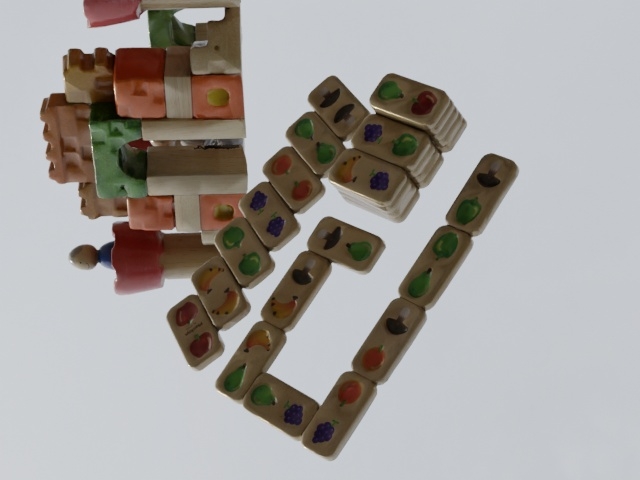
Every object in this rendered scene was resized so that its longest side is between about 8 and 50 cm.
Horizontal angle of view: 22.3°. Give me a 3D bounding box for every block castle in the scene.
[{"bbox_3d":[-0.190,-0.182,1.782,0.213,0.453,0.303,-2,-137,-3],"label":"block castle"}]

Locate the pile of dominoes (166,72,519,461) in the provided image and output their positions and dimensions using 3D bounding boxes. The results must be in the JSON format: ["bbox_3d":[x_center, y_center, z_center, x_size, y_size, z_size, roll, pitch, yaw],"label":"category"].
[{"bbox_3d":[0.000,0.000,1.102,0.196,0.040,0.251,25,-104,40],"label":"pile of dominoes"}]
